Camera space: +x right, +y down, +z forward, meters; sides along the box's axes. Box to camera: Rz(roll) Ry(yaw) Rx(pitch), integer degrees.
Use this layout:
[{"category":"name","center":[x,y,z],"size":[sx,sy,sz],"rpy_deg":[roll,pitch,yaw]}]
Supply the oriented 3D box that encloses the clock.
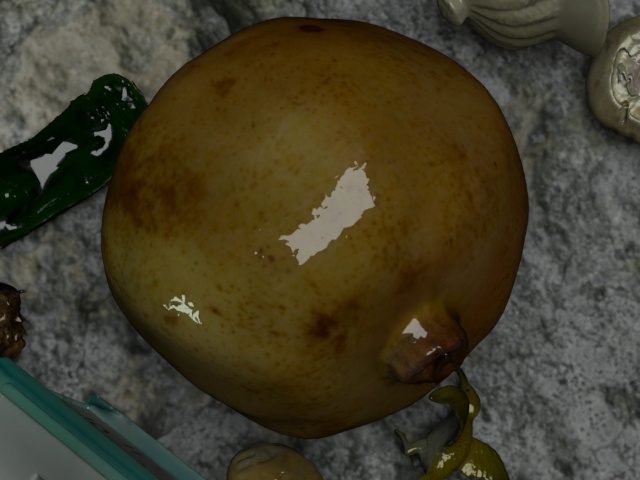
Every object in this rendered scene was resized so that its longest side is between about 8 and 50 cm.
[{"category":"clock","center":[-0.195,0.238,1.753],"size":[0.262,0.231,0.116],"rpy_deg":[36,90,24]}]

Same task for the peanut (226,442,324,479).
[{"category":"peanut","center":[0.008,0.306,1.858],"size":[0.263,0.101,0.117],"rpy_deg":[40,104,1]}]

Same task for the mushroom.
[{"category":"mushroom","center":[0.354,-0.165,1.966],"size":[0.154,0.122,0.154],"rpy_deg":[0,86,-5]}]

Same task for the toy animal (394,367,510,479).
[{"category":"toy animal","center":[0.120,0.192,1.896],"size":[0.095,0.219,0.155],"rpy_deg":[-23,44,8]}]

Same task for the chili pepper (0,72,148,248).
[{"category":"chili pepper","center":[-0.268,-0.079,1.927],"size":[0.224,0.061,0.098],"rpy_deg":[-41,92,-13]}]

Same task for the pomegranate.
[{"category":"pomegranate","center":[0.000,0.000,1.759],"size":[0.417,0.416,0.416],"rpy_deg":[1,79,-5]}]

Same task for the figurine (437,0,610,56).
[{"category":"figurine","center":[0.245,-0.345,1.981],"size":[0.204,0.185,0.332],"rpy_deg":[7,56,29]}]

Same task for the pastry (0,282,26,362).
[{"category":"pastry","center":[-0.407,0.070,1.789],"size":[0.275,0.275,0.193],"rpy_deg":[5,105,-4]}]
